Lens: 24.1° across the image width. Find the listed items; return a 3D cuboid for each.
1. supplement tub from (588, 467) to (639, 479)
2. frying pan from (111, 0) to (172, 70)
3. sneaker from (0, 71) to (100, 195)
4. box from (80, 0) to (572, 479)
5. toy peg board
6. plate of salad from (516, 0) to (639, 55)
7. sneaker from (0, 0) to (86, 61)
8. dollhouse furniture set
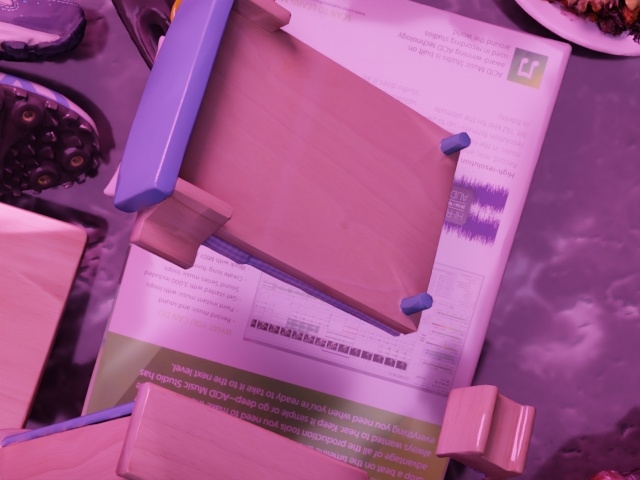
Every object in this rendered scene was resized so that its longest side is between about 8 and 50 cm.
[{"bbox_3d":[0.175,0.217,0.937,0.106,0.106,0.198,44,93,-3],"label":"supplement tub"},{"bbox_3d":[-0.145,-0.263,0.914,0.326,0.053,0.197,42,81,-7],"label":"frying pan"},{"bbox_3d":[-0.251,-0.089,0.925,0.237,0.086,0.085,12,124,-13],"label":"sneaker"},{"bbox_3d":[0.000,0.000,0.945,0.232,0.058,0.322,16,94,-1],"label":"box"},{"bbox_3d":[-0.245,0.051,0.951,0.161,0.079,0.160,17,79,-1],"label":"toy peg board"},{"bbox_3d":[0.194,-0.213,0.916,0.200,0.048,0.200,0,86,-4],"label":"plate of salad"},{"bbox_3d":[-0.269,-0.195,0.905,0.283,0.110,0.122,21,91,-2],"label":"sneaker"},{"bbox_3d":[-0.023,0.040,0.887,0.286,0.198,0.303,27,64,-28],"label":"dollhouse furniture set"}]
